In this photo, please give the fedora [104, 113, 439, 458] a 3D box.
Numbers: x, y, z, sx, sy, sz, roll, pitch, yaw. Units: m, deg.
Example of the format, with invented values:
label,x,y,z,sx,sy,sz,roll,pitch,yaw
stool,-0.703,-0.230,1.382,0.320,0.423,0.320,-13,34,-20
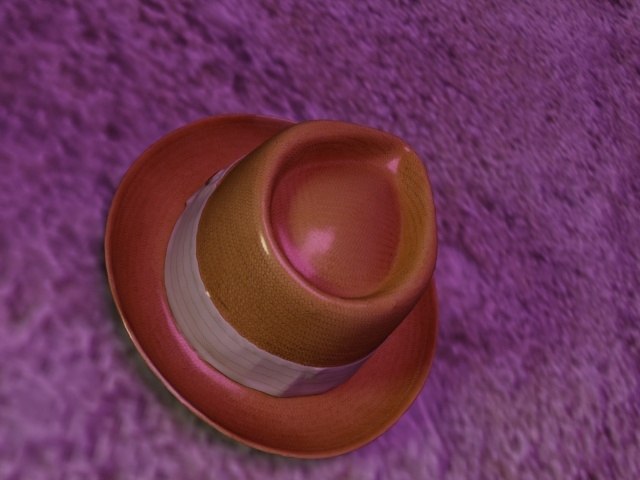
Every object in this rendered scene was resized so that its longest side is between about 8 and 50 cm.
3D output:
label,x,y,z,sx,sy,sz,roll,pitch,yaw
fedora,0.000,0.000,0.361,0.194,0.079,0.194,20,51,-26
